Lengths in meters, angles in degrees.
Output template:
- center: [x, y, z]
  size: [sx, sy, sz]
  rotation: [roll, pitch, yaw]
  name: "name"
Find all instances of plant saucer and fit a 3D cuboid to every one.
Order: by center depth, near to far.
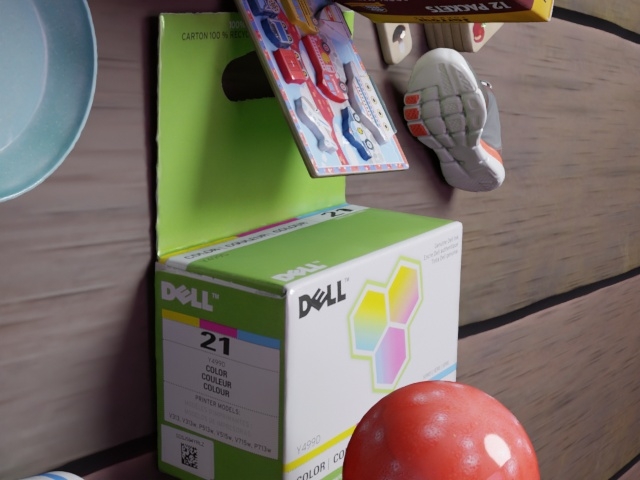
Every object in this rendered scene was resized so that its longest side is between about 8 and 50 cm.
- center: [-0.144, -0.075, 0.398]
  size: [0.119, 0.021, 0.119]
  rotation: [-21, 116, -50]
  name: "plant saucer"

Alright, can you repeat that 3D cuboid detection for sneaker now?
- center: [0.103, -0.100, 0.727]
  size: [0.158, 0.061, 0.065]
  rotation: [60, 39, -55]
  name: "sneaker"

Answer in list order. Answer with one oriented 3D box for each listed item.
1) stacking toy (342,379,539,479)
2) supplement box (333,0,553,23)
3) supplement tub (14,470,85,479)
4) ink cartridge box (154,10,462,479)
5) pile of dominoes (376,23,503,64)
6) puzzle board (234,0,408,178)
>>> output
- center: [0.017, 0.209, 0.497]
  size: [0.141, 0.141, 0.330]
  rotation: [-20, 142, -51]
  name: "stacking toy"
- center: [0.034, -0.231, 0.496]
  size: [0.194, 0.129, 0.191]
  rotation: [11, 90, -48]
  name: "supplement box"
- center: [-0.146, 0.142, 0.412]
  size: [0.107, 0.071, 0.071]
  rotation: [2, 97, -55]
  name: "supplement tub"
- center: [0.000, 0.000, 0.560]
  size: [0.188, 0.097, 0.255]
  rotation: [-18, 115, -52]
  name: "ink cartridge box"
- center: [0.088, -0.259, 0.664]
  size: [0.196, 0.040, 0.251]
  rotation: [-47, 135, -38]
  name: "pile of dominoes"
- center: [0.001, -0.097, 0.550]
  size: [0.096, 0.011, 0.128]
  rotation: [-10, 75, -53]
  name: "puzzle board"
